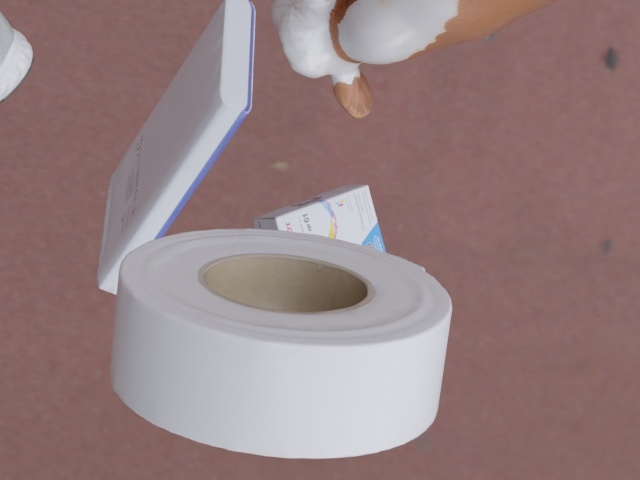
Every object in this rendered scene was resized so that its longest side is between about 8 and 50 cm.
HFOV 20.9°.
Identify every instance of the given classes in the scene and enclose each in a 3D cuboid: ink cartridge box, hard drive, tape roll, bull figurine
[{"bbox_3d":[0.000,0.000,1.842,0.122,0.052,0.088,-20,100,-28],"label":"ink cartridge box"},{"bbox_3d":[-0.170,-0.111,2.039,0.040,0.210,0.319,23,128,-20],"label":"hard drive"},{"bbox_3d":[-0.033,0.079,1.468,0.286,0.286,0.100,-8,112,-38],"label":"tape roll"},{"bbox_3d":[0.099,-0.173,0.858,0.101,0.310,0.188,49,57,-13],"label":"bull figurine"}]

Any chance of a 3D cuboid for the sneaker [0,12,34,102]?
[{"bbox_3d":[-0.371,-0.135,1.630,0.121,0.099,0.262,61,37,-42],"label":"sneaker"}]
